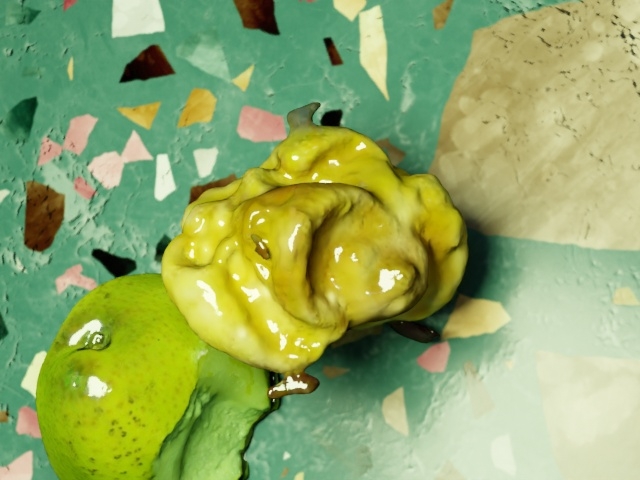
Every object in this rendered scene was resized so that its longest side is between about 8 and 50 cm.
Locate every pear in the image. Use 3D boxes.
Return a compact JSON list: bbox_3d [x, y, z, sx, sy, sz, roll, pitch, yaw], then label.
[{"bbox_3d":[-0.178,0.164,1.916,0.159,0.292,0.292,19,85,32],"label":"pear"}]

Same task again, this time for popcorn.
[{"bbox_3d":[0.000,0.000,1.851,0.297,0.316,0.281,-9,92,10],"label":"popcorn"}]
